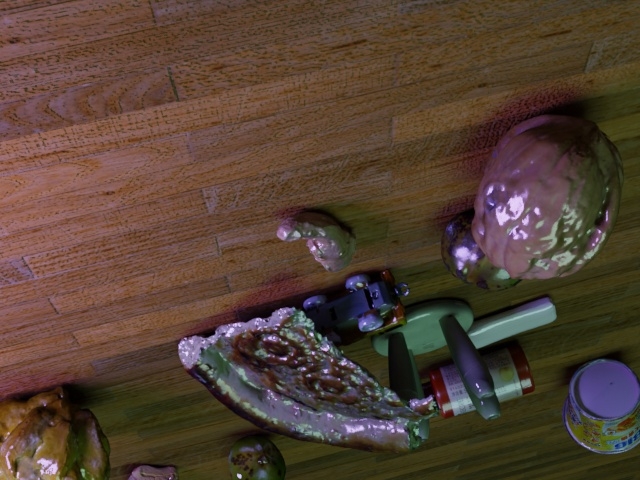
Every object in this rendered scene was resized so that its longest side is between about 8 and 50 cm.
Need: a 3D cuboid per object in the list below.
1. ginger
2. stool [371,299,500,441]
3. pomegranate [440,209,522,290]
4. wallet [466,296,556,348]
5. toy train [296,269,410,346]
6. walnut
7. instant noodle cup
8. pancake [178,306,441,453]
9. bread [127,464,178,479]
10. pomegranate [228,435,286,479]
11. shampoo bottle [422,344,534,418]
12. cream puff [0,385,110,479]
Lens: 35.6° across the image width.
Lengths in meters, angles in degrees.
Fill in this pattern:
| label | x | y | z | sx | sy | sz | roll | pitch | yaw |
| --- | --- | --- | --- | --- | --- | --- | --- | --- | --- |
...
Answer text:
| label | x | y | z | sx | sy | sz | roll | pitch | yaw |
| --- | --- | --- | --- | --- | --- | --- | --- | --- | --- |
| ginger | 0.002 | -0.002 | 1.418 | 0.069 | 0.051 | 0.173 | -30 | 145 | 14 |
| stool | 0.206 | 0.235 | 1.794 | 0.195 | 0.199 | 0.195 | -17 | 153 | 6 |
| pomegranate | 0.248 | 0.000 | 1.465 | 0.125 | 0.138 | 0.163 | -40 | 149 | -40 |
| wallet | 0.359 | 0.160 | 1.912 | 0.190 | 0.033 | 0.095 | -21 | 150 | 8 |
| toy train | 0.054 | 0.125 | 1.628 | 0.219 | 0.089 | 0.127 | -25 | 155 | 15 |
| walnut | 0.299 | -0.054 | 1.314 | 0.198 | 0.198 | 0.245 | 2 | 129 | -30 |
| instant noodle cup | 0.661 | 0.371 | 2.307 | 0.204 | 0.205 | 0.153 | -18 | 142 | 4 |
| pancake | -0.014 | 0.252 | 1.632 | 0.426 | 0.067 | 0.305 | 35 | 138 | -19 |
| bread | -0.370 | 0.547 | 2.199 | 0.119 | 0.067 | 0.192 | -9 | 152 | -14 |
| pomegranate | -0.136 | 0.500 | 2.155 | 0.122 | 0.143 | 0.169 | -11 | 143 | -9 |
| shampoo bottle | 0.295 | 0.303 | 2.064 | 0.278 | 0.104 | 0.104 | -17 | 152 | 4 |
| cream puff | -0.460 | 0.352 | 1.659 | 0.244 | 0.196 | 0.244 | -7 | -163 | 2 |
